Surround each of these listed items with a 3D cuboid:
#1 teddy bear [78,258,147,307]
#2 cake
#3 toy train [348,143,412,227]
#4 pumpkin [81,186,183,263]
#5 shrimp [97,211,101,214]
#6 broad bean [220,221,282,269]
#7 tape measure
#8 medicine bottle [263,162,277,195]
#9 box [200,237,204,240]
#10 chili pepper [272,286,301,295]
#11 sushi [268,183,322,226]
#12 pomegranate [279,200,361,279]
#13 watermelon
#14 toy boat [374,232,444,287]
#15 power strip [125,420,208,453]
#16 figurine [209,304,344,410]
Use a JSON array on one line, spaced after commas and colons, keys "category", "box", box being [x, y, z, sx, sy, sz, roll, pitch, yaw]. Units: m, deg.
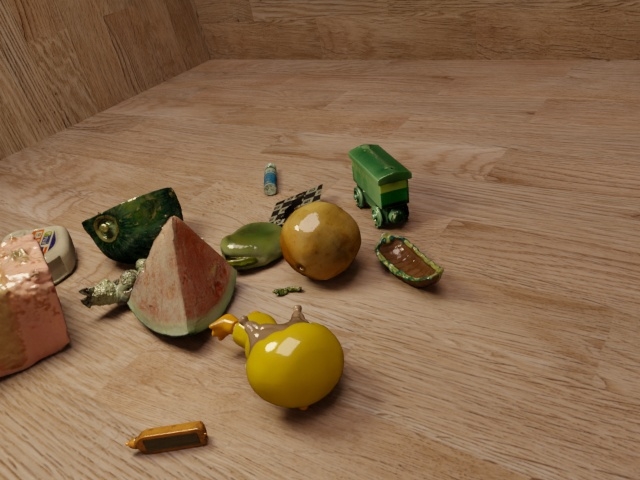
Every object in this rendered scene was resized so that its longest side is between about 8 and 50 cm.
[{"category": "teddy bear", "box": [-0.579, 0.148, 1.603, 0.213, 0.111, 0.133, -35, -4, -46]}, {"category": "cake", "box": [-0.867, 0.176, 1.487, 0.306, 0.293, 0.314, -22, 37, -24]}, {"category": "toy train", "box": [0.186, -0.172, 1.749, 0.120, 0.203, 0.301, -14, 32, -12]}, {"category": "pumpkin", "box": [-0.581, -0.034, 1.795, 0.292, 0.197, 0.263, -20, 10, 19]}, {"category": "shrimp", "box": [-0.740, -0.058, 2.018, 0.236, 0.053, 0.133, 24, 49, 38]}, {"category": "broad bean", "box": [-0.198, 0.014, 1.682, 0.169, 0.100, 0.228, 28, 51, 26]}, {"category": "tape measure", "box": [-0.949, 0.069, 1.827, 0.264, 0.130, 0.258, -10, 35, -7]}, {"category": "medicine bottle", "box": [-0.191, -0.235, 2.109, 0.051, 0.051, 0.191, -11, 33, 2]}, {"category": "box", "box": [-0.446, 0.044, 1.772, 0.083, 0.040, 0.154, 7, 36, 27]}, {"category": "chili pepper", "box": [-0.093, 0.137, 1.529, 0.083, 0.022, 0.027, -8, 31, -1]}, {"category": "sushi", "box": [-0.072, -0.093, 1.850, 0.192, 0.051, 0.215, -21, 25, 17]}, {"category": "pomegranate", "box": [-0.002, 0.005, 1.529, 0.233, 0.233, 0.233, -9, 32, 6]}, {"category": "watermelon", "box": [-0.339, 0.108, 1.467, 0.250, 0.293, 0.283, 40, 52, 16]}, {"category": "toy boat", "box": [0.242, 0.065, 1.464, 0.108, 0.099, 0.293, -22, 26, -15]}, {"category": "power strip", "box": [-0.320, 0.412, 1.154, 0.178, 0.049, 0.028, -10, 27, 3]}, {"category": "figurine", "box": [-0.103, 0.243, 1.238, 0.215, 0.187, 0.343, -20, 24, -35]}]
